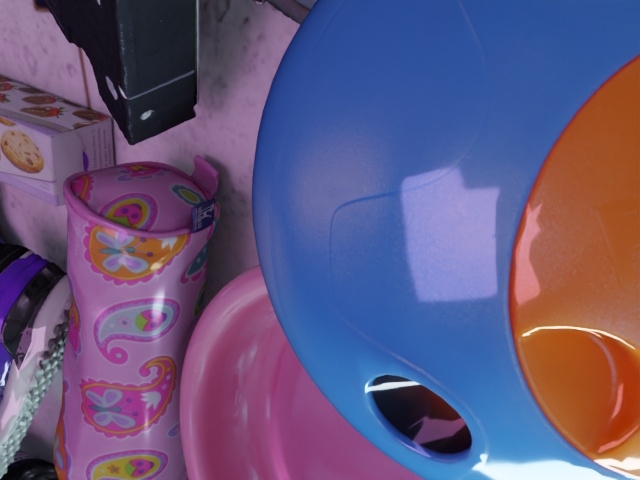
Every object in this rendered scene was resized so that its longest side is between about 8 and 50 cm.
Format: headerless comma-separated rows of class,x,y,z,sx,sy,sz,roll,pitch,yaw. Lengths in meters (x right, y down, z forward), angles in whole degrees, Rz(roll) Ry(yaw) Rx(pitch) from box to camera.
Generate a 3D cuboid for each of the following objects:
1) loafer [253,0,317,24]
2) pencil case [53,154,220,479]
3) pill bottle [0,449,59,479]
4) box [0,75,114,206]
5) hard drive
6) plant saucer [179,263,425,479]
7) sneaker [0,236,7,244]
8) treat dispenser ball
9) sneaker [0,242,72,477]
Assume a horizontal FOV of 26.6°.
loafer,-0.051,-0.227,0.840,0.302,0.109,0.095,53,157,22
pencil case,-0.140,0.075,1.035,0.124,0.124,0.284,30,125,33
pill bottle,-0.309,0.259,1.297,0.219,0.123,0.123,15,119,36
box,-0.302,-0.109,1.165,0.324,0.063,0.067,23,123,37
hard drive,-0.153,-0.239,0.842,0.237,0.064,0.339,57,163,20
plant saucer,0.044,0.160,0.913,0.332,0.084,0.332,17,117,38
sneaker,-0.326,0.010,1.248,0.087,0.083,0.221,12,123,69
treat dispenser ball,0.112,-0.021,0.611,0.288,0.288,0.288,22,123,38
sneaker,-0.322,0.128,1.173,0.146,0.102,0.293,29,95,1
